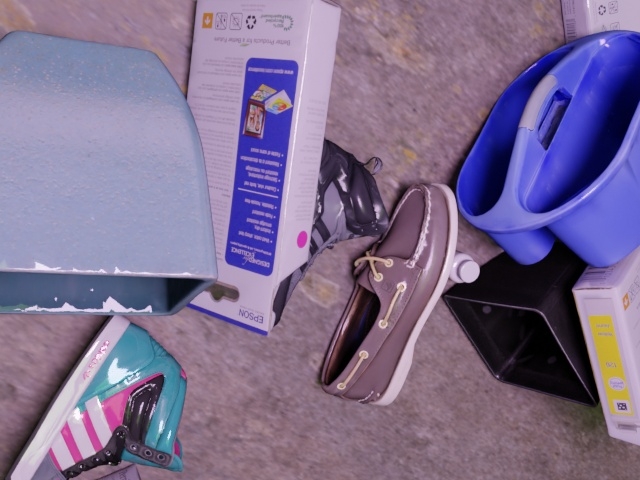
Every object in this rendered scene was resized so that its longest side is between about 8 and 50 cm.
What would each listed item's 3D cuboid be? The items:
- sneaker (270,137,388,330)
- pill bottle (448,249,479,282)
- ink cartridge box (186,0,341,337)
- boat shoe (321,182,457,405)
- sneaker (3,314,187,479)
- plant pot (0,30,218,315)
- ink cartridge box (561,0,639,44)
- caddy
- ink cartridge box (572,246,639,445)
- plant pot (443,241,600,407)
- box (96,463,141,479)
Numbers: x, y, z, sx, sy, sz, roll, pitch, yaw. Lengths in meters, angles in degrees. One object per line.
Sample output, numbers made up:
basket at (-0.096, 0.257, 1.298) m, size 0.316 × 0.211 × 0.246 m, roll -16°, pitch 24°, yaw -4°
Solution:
sneaker at (0.000, 0.000, 0.894) m, size 0.153 × 0.101 × 0.269 m, roll 14°, pitch 93°, yaw -20°
pill bottle at (0.191, 0.035, 0.986) m, size 0.043 × 0.083 × 0.043 m, roll -4°, pitch 102°, yaw -20°
ink cartridge box at (-0.085, -0.091, 0.802) m, size 0.069 × 0.175 × 0.371 m, roll -1°, pitch 102°, yaw -54°
boat shoe at (0.090, 0.070, 0.941) m, size 0.096 × 0.116 × 0.325 m, roll 13°, pitch 102°, yaw -26°
sneaker at (-0.257, 0.254, 0.840) m, size 0.178 × 0.124 × 0.296 m, roll 33°, pitch 87°, yaw -11°
plant pot at (-0.250, -0.064, 0.713) m, size 0.247 × 0.248 × 0.252 m, roll 4°, pitch 75°, yaw -21°
ink cartridge box at (0.508, -0.404, 1.029) m, size 0.332 × 0.065 × 0.166 m, roll -17°, pitch 106°, yaw -16°
caddy at (0.322, -0.126, 0.903) m, size 0.179 × 0.241 × 0.341 m, roll 43°, pitch 65°, yaw -28°
ink cartridge box at (0.458, 0.129, 0.969) m, size 0.303 × 0.072 × 0.307 m, roll -37°, pitch 116°, yaw -46°
plant pot at (0.330, 0.101, 1.011) m, size 0.167 × 0.187 × 0.188 m, roll -46°, pitch 114°, yaw -22°
box at (-0.244, 0.410, 0.843) m, size 0.119 × 0.181 × 0.182 m, roll -19°, pitch 106°, yaw -19°
